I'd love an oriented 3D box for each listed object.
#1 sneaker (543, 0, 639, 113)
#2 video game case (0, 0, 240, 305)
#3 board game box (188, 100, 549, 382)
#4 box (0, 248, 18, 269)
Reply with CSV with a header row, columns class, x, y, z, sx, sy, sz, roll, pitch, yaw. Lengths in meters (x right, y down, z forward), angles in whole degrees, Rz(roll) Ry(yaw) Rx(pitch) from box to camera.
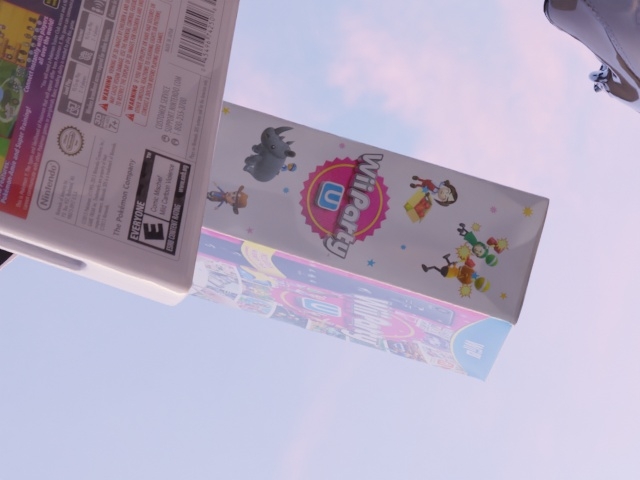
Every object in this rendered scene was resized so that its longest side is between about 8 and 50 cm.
class,x,y,z,sx,sy,sz,roll,pitch,yaw
sneaker,0.199,-0.087,0.694,0.286,0.130,0.109,31,-104,-57
video game case,-0.133,-0.083,0.680,0.183,0.023,0.201,20,-126,-19
board game box,0.000,0.000,1.075,0.224,0.303,0.097,84,-158,-74
box,-0.452,-0.142,1.564,0.293,0.395,0.212,-39,-39,5
